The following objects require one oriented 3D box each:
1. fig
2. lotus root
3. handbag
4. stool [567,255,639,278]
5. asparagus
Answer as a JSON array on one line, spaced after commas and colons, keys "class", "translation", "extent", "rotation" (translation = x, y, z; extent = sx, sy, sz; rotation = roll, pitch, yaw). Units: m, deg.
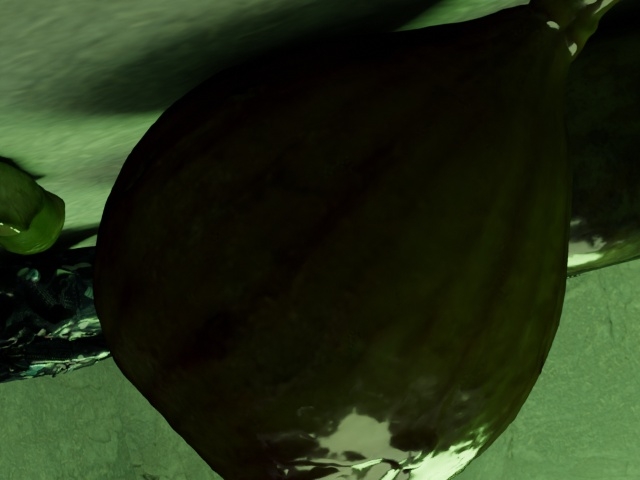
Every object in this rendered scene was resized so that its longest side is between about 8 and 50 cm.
[{"class": "fig", "translation": [0.057, -0.029, 0.481], "extent": [0.321, 0.217, 0.217], "rotation": [-41, 168, 21]}, {"class": "lotus root", "translation": [0.174, -0.052, 0.667], "extent": [0.309, 0.173, 0.173], "rotation": [-20, 179, -21]}, {"class": "handbag", "translation": [-0.261, 0.067, 0.993], "extent": [0.162, 0.113, 0.260], "rotation": [-5, 178, -40]}, {"class": "stool", "translation": [0.361, -0.042, 0.979], "extent": [0.244, 0.170, 0.270], "rotation": [11, 162, -28]}, {"class": "asparagus", "translation": [-0.161, -0.019, 0.563], "extent": [0.045, 0.041, 0.178], "rotation": [29, 172, -4]}]
